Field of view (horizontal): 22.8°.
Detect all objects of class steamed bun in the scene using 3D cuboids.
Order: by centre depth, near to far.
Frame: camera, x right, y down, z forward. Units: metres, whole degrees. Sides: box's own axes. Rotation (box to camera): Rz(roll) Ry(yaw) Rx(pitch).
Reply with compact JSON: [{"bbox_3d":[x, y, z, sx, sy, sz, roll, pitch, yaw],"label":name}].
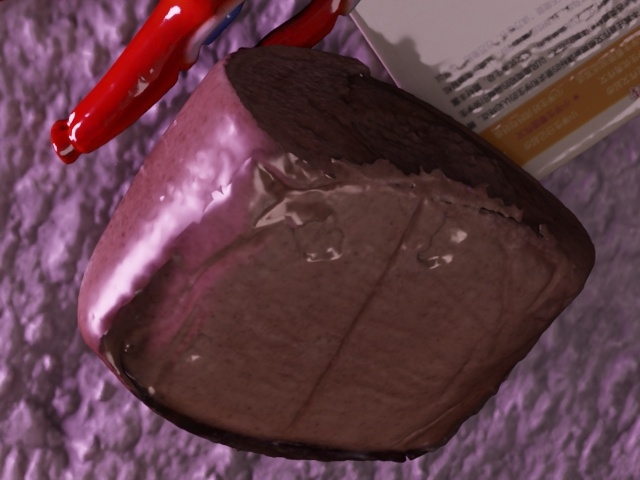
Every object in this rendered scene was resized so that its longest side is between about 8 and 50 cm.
[{"bbox_3d":[0.000,0.000,1.042,0.301,0.199,0.251,19,123,-32],"label":"steamed bun"}]

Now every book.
[{"bbox_3d":[0.122,-0.189,1.085,0.208,0.020,0.295,-34,108,5],"label":"book"}]

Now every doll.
[{"bbox_3d":[-0.047,-0.201,1.015,0.384,0.099,0.188,-26,116,12],"label":"doll"}]
